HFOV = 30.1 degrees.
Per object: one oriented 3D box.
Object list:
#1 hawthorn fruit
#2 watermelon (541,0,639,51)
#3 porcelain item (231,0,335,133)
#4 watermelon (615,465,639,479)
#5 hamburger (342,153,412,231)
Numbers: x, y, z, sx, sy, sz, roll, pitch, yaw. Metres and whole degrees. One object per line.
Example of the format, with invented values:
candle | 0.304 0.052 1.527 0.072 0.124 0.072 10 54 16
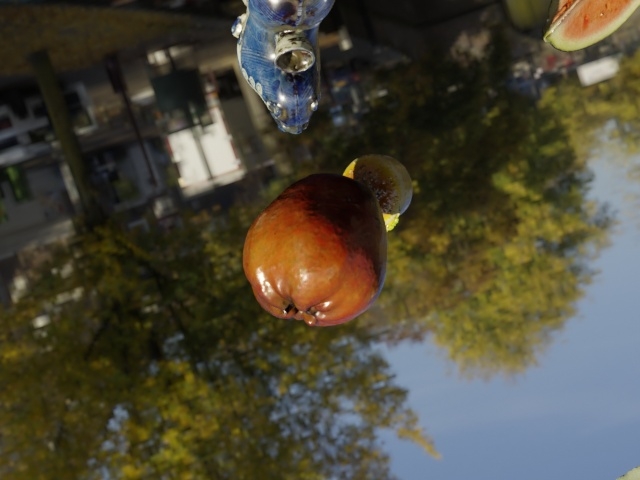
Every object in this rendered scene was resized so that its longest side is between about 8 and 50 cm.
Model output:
hawthorn fruit | 0.000 0.000 1.775 0.224 0.224 0.261 -14 -132 47
watermelon | 0.507 -0.485 2.166 0.159 0.128 0.303 18 116 -50
porcelain item | -0.051 -0.296 1.677 0.138 0.186 0.288 -5 147 -13
watermelon | 0.412 0.426 1.362 0.231 0.310 0.193 -31 -175 -25
hamburger | 0.091 -0.079 2.044 0.081 0.126 0.141 -23 142 -51
